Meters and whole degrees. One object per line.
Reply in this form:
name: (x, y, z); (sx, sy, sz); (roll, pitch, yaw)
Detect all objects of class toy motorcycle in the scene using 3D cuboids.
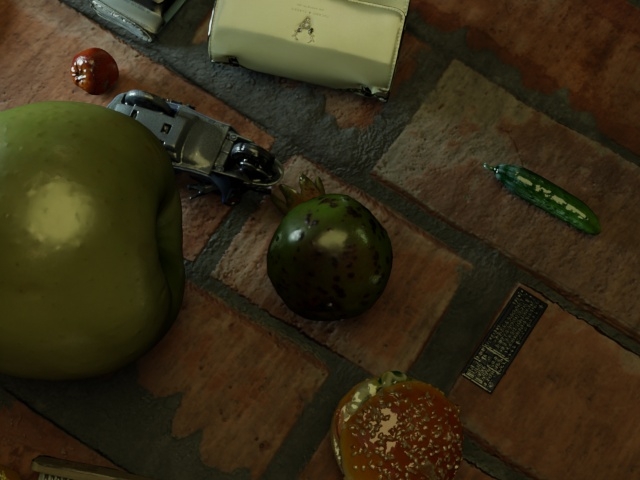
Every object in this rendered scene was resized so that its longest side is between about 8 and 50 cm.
toy motorcycle: (-0.233, -0.155, 1.941); (0.358, 0.212, 0.125); (19, 70, 8)

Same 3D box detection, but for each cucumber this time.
cucumber: (0.417, -0.088, 2.029); (0.250, 0.056, 0.056); (31, 70, 6)

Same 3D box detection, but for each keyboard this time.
keyboard: (0.332, 0.177, 1.946); (0.067, 0.011, 0.202); (34, 70, 10)

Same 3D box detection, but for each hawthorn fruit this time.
hawthorn fruit: (-0.425, -0.322, 2.056); (0.093, 0.093, 0.093); (1, 69, -3)

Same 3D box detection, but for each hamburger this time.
hamburger: (0.126, 0.333, 1.802); (0.236, 0.147, 0.237); (1, 72, -3)

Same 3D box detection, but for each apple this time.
apple: (-0.434, 0.005, 1.742); (0.473, 0.473, 0.474); (1, 69, -3)

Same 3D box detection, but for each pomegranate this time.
pomegranate: (0.004, -0.004, 1.879); (0.231, 0.231, 0.286); (-16, 71, -9)

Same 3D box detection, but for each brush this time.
brush: (-0.318, 0.415, 1.792); (0.327, 0.070, 0.065); (10, 87, -1)

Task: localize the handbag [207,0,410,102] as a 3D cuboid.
handbag: (-0.018, -0.416, 2.076); (0.358, 0.160, 0.237); (13, 76, 1)

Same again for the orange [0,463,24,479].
orange: (-0.537, 0.431, 1.732); (0.154, 0.134, 0.155); (0, 75, 2)

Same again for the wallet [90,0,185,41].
wallet: (-0.333, -0.516, 2.142); (0.170, 0.069, 0.231); (32, 72, 4)
